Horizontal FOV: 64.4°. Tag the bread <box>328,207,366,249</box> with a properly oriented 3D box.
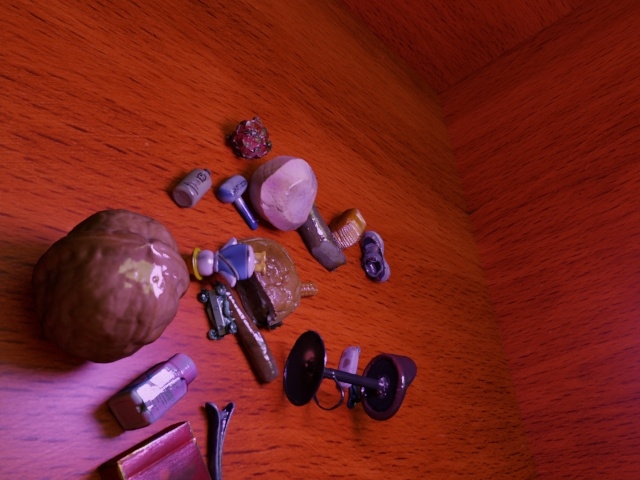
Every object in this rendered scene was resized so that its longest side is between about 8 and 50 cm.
[{"bbox_3d":[0.103,-0.051,2.053,0.114,0.132,0.190,56,32,-12],"label":"bread"}]

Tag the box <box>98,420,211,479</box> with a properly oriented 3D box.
[{"bbox_3d":[-0.329,0.589,1.116,0.197,0.089,0.313,-16,82,-53],"label":"box"}]

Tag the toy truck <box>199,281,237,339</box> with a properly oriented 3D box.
[{"bbox_3d":[-0.282,0.200,1.446,0.078,0.080,0.154,13,57,-69],"label":"toy truck"}]

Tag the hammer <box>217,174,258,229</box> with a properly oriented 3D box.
[{"bbox_3d":[-0.261,-0.119,1.694,0.194,0.069,0.116,60,33,-20],"label":"hammer"}]

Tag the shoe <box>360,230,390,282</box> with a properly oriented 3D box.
[{"bbox_3d":[0.213,0.073,2.143,0.125,0.099,0.228,-10,80,-57],"label":"shoe"}]

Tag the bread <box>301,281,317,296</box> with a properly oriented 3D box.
[{"bbox_3d":[-0.067,0.172,1.766,0.157,0.044,0.052,2,73,-51],"label":"bread"}]

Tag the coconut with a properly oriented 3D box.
[{"bbox_3d":[-0.128,-0.165,1.758,0.259,0.259,0.259,31,46,-38],"label":"coconut"}]

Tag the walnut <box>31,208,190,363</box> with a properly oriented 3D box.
[{"bbox_3d":[-0.436,0.090,1.081,0.306,0.344,0.306,24,49,-30],"label":"walnut"}]

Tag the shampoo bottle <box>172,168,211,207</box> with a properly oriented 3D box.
[{"bbox_3d":[-0.381,-0.170,1.548,0.079,0.079,0.162,50,37,-19],"label":"shampoo bottle"}]

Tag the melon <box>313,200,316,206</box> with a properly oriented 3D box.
[{"bbox_3d":[-0.033,-0.110,2.010,0.262,0.053,0.114,72,17,5],"label":"melon"}]

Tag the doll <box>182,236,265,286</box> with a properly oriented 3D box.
[{"bbox_3d":[-0.276,0.061,1.436,0.099,0.241,0.135,-89,176,-87],"label":"doll"}]

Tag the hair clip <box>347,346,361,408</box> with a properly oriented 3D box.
[{"bbox_3d":[0.125,0.482,1.814,0.039,0.070,0.230,38,35,-33],"label":"hair clip"}]

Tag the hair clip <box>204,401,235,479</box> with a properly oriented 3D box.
[{"bbox_3d":[-0.258,0.552,1.284,0.083,0.048,0.275,22,57,-46],"label":"hair clip"}]

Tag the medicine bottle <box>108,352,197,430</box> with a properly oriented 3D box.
[{"bbox_3d":[-0.378,0.345,1.183,0.094,0.119,0.188,60,35,-5],"label":"medicine bottle"}]

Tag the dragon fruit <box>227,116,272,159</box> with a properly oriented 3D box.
[{"bbox_3d":[-0.240,-0.359,1.826,0.137,0.135,0.236,63,14,-2],"label":"dragon fruit"}]

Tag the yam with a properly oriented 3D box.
[{"bbox_3d":[0.000,0.000,1.915,0.259,0.106,0.106,60,35,-2],"label":"yam"}]

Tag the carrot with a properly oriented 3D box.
[{"bbox_3d":[-0.217,0.262,1.498,0.070,0.070,0.342,-29,90,-55],"label":"carrot"}]

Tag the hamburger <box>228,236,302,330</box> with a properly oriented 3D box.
[{"bbox_3d":[-0.163,0.119,1.600,0.211,0.132,0.309,-23,85,-51],"label":"hamburger"}]

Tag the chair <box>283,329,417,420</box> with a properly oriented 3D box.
[{"bbox_3d":[0.109,0.435,1.598,0.401,0.226,0.227,20,52,-29],"label":"chair"}]

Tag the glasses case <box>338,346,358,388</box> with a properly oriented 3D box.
[{"bbox_3d":[0.095,0.445,1.783,0.041,0.063,0.164,47,39,-27],"label":"glasses case"}]
